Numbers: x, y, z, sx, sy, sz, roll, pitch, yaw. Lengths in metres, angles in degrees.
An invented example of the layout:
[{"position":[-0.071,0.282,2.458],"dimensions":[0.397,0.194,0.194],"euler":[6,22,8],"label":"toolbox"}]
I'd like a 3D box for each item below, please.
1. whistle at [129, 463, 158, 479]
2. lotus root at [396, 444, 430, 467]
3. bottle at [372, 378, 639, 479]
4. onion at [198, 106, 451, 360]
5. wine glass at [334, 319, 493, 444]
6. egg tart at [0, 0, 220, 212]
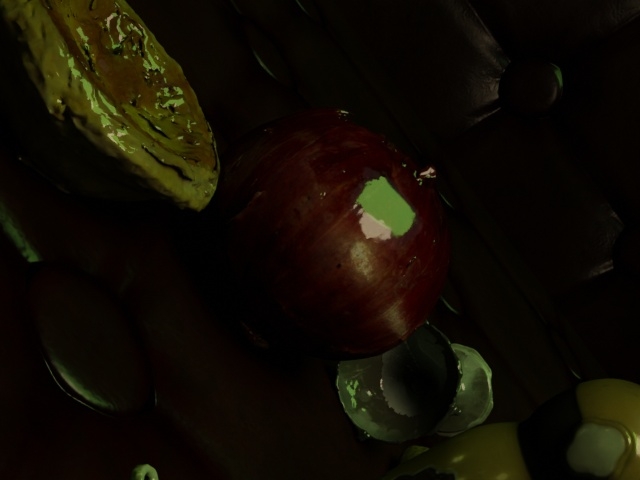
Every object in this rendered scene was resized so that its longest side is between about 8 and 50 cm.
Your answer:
[{"position":[-0.102,0.254,0.695],"dimensions":[0.123,0.122,0.223],"euler":[5,75,-67],"label":"whistle"},{"position":[0.111,0.271,1.255],"dimensions":[0.054,0.049,0.099],"euler":[61,16,-14],"label":"lotus root"},{"position":[0.138,0.235,0.900],"dimensions":[0.171,0.351,0.171],"euler":[48,19,-22],"label":"bottle"},{"position":[0.000,0.000,1.144],"dimensions":[0.276,0.276,0.276],"euler":[48,20,-24],"label":"onion"},{"position":[0.127,0.174,1.332],"dimensions":[0.156,0.156,0.232],"euler":[64,15,21],"label":"wine glass"},{"position":[-0.209,-0.135,1.021],"dimensions":[0.290,0.115,0.290],"euler":[50,17,-22],"label":"egg tart"}]
